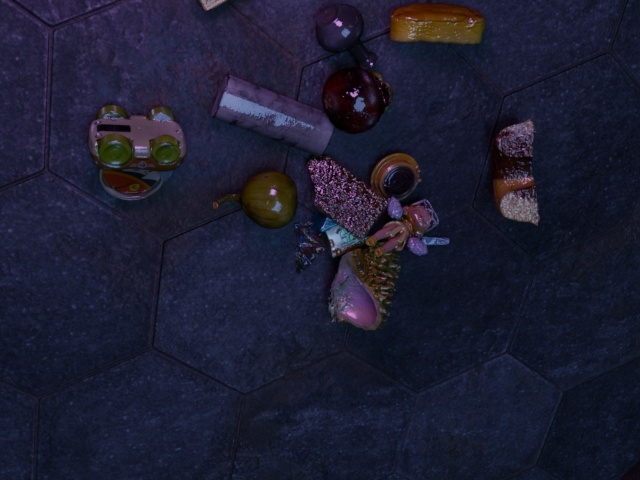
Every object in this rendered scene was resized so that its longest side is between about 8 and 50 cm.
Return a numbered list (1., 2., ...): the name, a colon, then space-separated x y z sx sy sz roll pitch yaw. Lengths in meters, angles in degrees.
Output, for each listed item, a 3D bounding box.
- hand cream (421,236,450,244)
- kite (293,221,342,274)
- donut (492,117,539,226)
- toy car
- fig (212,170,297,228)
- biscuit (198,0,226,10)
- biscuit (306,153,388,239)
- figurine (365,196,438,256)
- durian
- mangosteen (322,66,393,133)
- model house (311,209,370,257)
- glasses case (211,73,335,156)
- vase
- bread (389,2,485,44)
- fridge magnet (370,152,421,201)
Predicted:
1. hand cream: 0.335 0.002 2.082 0.093 0.019 0.030 1 117 -11
2. kite: 0.000 0.000 1.976 0.189 0.009 0.232 38 100 -29
3. donut: 0.534 -0.190 1.985 0.113 0.151 0.294 -3 98 2
4. toy car: -0.433 -0.191 1.690 0.235 0.145 0.235 -10 138 -9
5. fig: -0.149 -0.098 1.821 0.187 0.147 0.142 0 140 25
6. biscuit: -0.194 -0.584 1.600 0.188 0.056 0.052 -33 122 -1
7. biscuit: 0.049 -0.119 1.844 0.237 0.026 0.131 37 82 0
8. figurine: 0.219 -0.031 1.921 0.116 0.240 0.174 -33 89 39
9. durian: 0.149 0.110 2.000 0.196 0.186 0.305 -36 141 -39
10. mangosteen: 0.098 -0.348 1.746 0.180 0.166 0.166 -22 120 -17
11. model house: 0.050 -0.052 1.910 0.127 0.100 0.148 -25 114 -8
12. glasses case: -0.110 -0.305 1.760 0.299 0.060 0.114 18 104 -24
13. vase: 0.069 -0.479 1.710 0.120 0.120 0.183 -44 135 7
14. bread: 0.288 -0.529 1.754 0.246 0.102 0.094 -3 118 -15
15. fridge magnet: 0.204 -0.167 1.926 0.143 0.063 0.143 -9 120 -16
